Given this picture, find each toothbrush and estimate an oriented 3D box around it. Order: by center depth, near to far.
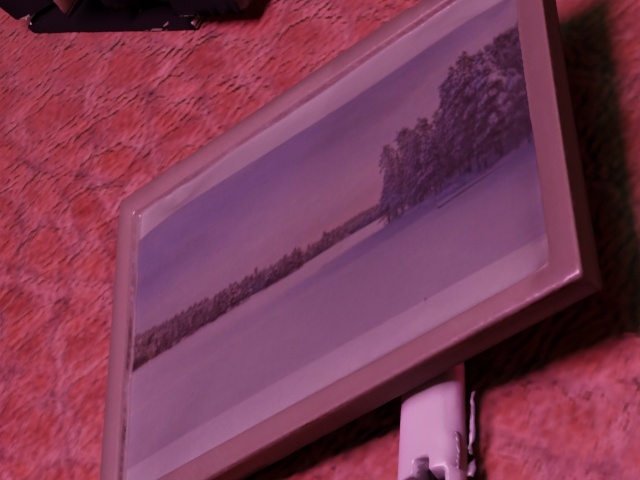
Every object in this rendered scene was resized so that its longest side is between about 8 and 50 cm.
[{"bbox_3d":[0.062,-0.047,0.849,0.042,0.040,0.418,-24,47,33],"label":"toothbrush"}]

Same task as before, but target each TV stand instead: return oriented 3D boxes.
[{"bbox_3d":[-0.123,-0.159,1.122,0.249,0.042,0.036,6,59,47],"label":"TV stand"}]

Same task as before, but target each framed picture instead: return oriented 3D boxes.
[{"bbox_3d":[0.000,0.000,0.836,0.289,0.016,0.213,-31,43,32],"label":"framed picture"}]
